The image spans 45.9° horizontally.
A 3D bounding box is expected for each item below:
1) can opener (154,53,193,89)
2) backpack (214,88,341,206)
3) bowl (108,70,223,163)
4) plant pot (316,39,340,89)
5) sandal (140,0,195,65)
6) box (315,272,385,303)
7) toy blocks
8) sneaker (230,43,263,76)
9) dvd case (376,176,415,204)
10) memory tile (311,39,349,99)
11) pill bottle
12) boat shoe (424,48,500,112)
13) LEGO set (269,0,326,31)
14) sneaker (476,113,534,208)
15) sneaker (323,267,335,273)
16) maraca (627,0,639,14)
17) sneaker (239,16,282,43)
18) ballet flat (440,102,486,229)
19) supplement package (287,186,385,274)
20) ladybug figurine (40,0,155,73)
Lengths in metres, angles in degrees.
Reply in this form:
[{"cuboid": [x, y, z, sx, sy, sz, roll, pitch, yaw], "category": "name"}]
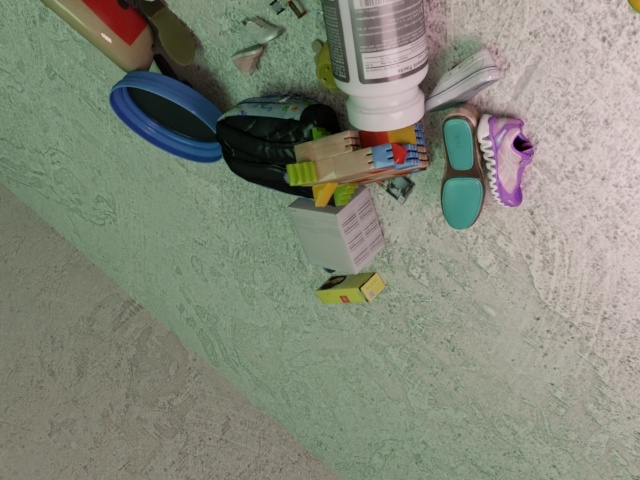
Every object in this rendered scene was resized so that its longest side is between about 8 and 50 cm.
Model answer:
[{"cuboid": [-0.459, -0.502, 2.360, 0.186, 0.073, 0.059, 55, -175, -4], "category": "can opener"}, {"cuboid": [-0.112, -0.264, 2.047, 0.356, 0.273, 0.290, 1, 130, 22], "category": "backpack"}, {"cuboid": [-0.456, -0.377, 2.323, 0.391, 0.077, 0.391, 21, 159, 8], "category": "bowl"}, {"cuboid": [0.043, -0.414, 1.806, 0.134, 0.095, 0.134, 20, 136, 21], "category": "plant pot"}, {"cuboid": [-0.438, -0.610, 2.220, 0.240, 0.088, 0.079, 55, 178, 2], "category": "sandal"}, {"cuboid": [0.089, 0.151, 2.357, 0.232, 0.087, 0.058, -9, 117, 51], "category": "box"}, {"cuboid": [0.129, -0.198, 1.775, 0.261, 0.381, 0.190, -11, 88, 30], "category": "toy blocks"}, {"cuboid": [-0.187, -0.488, 2.057, 0.134, 0.051, 0.070, 1, 126, 52], "category": "sneaker"}, {"cuboid": [0.188, -0.158, 1.996, 0.119, 0.013, 0.087, 42, 146, 12], "category": "dvd case"}, {"cuboid": [0.031, -0.429, 1.901, 0.113, 0.012, 0.148, 22, 138, 34], "category": "memory tile"}, {"cuboid": [0.118, -0.430, 1.600, 0.210, 0.210, 0.362, 18, 132, 37], "category": "pill bottle"}, {"cuboid": [0.302, -0.344, 1.636, 0.226, 0.083, 0.075, -20, 80, 56], "category": "boat shoe"}, {"cuboid": [-0.040, -0.603, 1.790, 0.244, 0.060, 0.182, 22, 140, 16], "category": "LEGO set"}, {"cuboid": [0.420, -0.172, 1.657, 0.105, 0.095, 0.236, -4, 126, 28], "category": "sneaker"}, {"cuboid": [0.000, 0.000, 2.328, 0.087, 0.083, 0.221, 13, 129, 60], "category": "sneaker"}, {"cuboid": [0.543, -0.454, 1.219, 0.127, 0.099, 0.185, -6, 93, 49], "category": "maraca"}, {"cuboid": [-0.161, -0.547, 1.964, 0.152, 0.054, 0.061, 13, 130, 42], "category": "sneaker"}, {"cuboid": [0.333, -0.172, 1.732, 0.108, 0.106, 0.316, 9, 130, 17], "category": "ballet flat"}, {"cuboid": [0.047, -0.039, 2.152, 0.194, 0.149, 0.203, 12, 132, 42], "category": "supplement package"}, {"cuboid": [-0.663, -0.673, 2.225, 0.449, 0.162, 0.305, 40, -179, -29], "category": "ladybug figurine"}]
